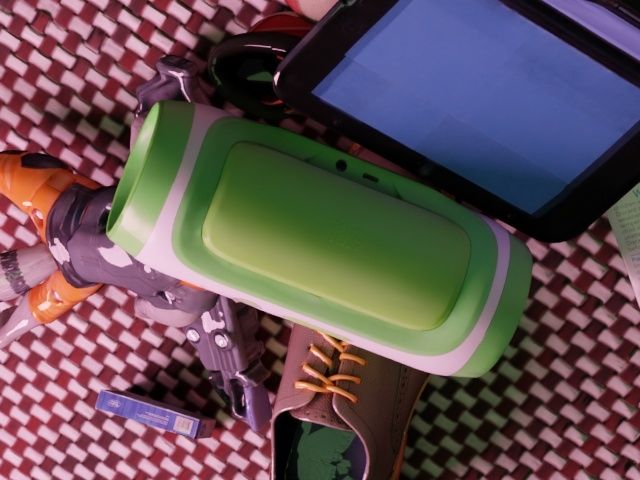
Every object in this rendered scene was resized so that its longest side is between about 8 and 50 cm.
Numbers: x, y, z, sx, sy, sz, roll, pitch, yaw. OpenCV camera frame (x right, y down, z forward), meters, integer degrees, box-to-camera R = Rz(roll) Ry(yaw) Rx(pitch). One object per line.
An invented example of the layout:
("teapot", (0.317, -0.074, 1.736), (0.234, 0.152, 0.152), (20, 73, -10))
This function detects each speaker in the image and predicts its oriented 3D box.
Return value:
("speaker", (0.000, 0.000, 1.358), (0.296, 0.131, 0.131), (21, 121, -12))

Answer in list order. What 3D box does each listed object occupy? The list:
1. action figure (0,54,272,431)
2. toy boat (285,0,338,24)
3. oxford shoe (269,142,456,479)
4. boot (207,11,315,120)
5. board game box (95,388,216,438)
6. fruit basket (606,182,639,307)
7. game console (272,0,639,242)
("action figure", (-0.159, 0.040, 1.513), (0.330, 0.178, 0.341), (-6, 114, 29))
("toy boat", (0.020, -0.276, 1.332), (0.151, 0.151, 0.231), (36, 125, 31))
("oxford shoe", (0.032, 0.091, 1.478), (0.130, 0.133, 0.364), (11, 104, 12))
("boot", (0.046, -0.112, 1.364), (0.244, 0.176, 0.088), (11, 103, 9))
("board game box", (-0.142, 0.151, 1.611), (0.090, 0.090, 0.020), (17, 88, 8))
("fruit basket", (0.403, 0.038, 1.381), (0.327, 0.165, 0.353), (-17, 95, 23))
("game console", (0.160, -0.087, 1.234), (0.293, 0.250, 0.173), (26, 95, -30))
